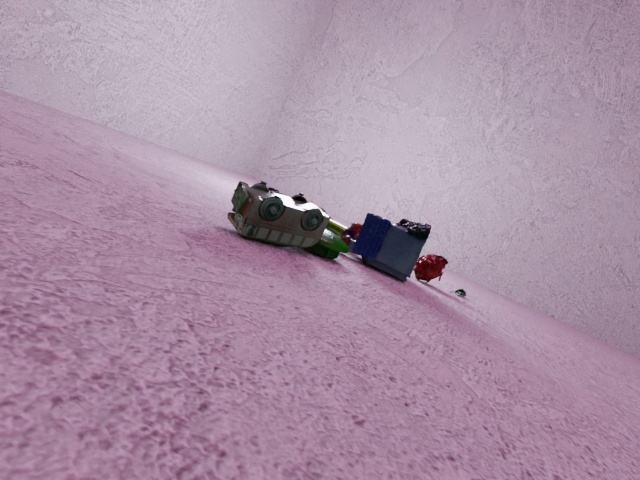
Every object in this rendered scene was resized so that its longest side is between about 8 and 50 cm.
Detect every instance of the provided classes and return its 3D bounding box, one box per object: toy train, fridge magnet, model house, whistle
[{"bbox_3d":[-0.115,-0.068,1.192,0.326,0.159,0.129,11,26,-42],"label":"toy train"},{"bbox_3d":[0.000,0.000,1.394,0.208,0.088,0.208,24,8,-4],"label":"fridge magnet"},{"bbox_3d":[0.239,-0.005,1.673,0.329,0.252,0.295,18,8,0],"label":"model house"},{"bbox_3d":[0.048,-0.092,2.112,0.198,0.057,0.104,48,-10,-26],"label":"whistle"}]

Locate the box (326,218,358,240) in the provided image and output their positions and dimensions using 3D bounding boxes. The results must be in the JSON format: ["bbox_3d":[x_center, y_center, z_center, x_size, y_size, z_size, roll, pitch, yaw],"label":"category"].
[{"bbox_3d":[0.031,-0.061,1.935,0.134,0.097,0.345,29,2,-45],"label":"box"}]

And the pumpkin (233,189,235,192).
[{"bbox_3d":[-0.398,-0.237,2.089,0.101,0.035,0.073,28,19,3],"label":"pumpkin"}]

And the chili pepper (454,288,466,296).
[{"bbox_3d":[0.694,0.257,1.987,0.055,0.035,0.118,9,-2,19],"label":"chili pepper"}]

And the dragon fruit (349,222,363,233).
[{"bbox_3d":[0.259,-0.044,2.457,0.161,0.127,0.120,18,17,-38],"label":"dragon fruit"}]

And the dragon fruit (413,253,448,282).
[{"bbox_3d":[0.513,0.122,1.885,0.136,0.166,0.133,54,9,-35],"label":"dragon fruit"}]

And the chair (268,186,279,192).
[{"bbox_3d":[-0.224,-0.205,2.126,0.229,0.113,0.106,18,10,-16],"label":"chair"}]
